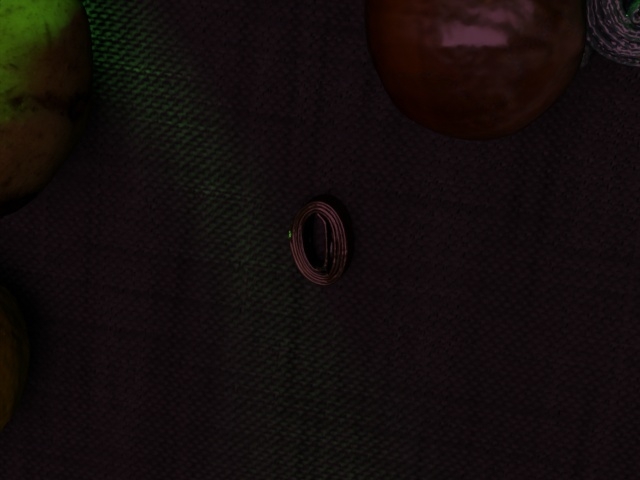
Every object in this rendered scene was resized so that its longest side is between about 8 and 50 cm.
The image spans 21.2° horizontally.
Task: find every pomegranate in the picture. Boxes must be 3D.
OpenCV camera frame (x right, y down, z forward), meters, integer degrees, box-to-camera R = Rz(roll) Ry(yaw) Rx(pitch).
[{"bbox_3d":[-0.340,-0.148,1.542,0.281,0.281,0.281,4,106,13],"label":"pomegranate"}]

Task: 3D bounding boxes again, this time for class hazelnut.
[{"bbox_3d":[0.133,-0.187,1.450,0.214,0.176,0.214,23,125,37],"label":"hazelnut"}]

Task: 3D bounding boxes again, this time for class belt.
[{"bbox_3d":[0.000,0.000,1.617,0.059,0.036,0.083,-1,103,15],"label":"belt"},{"bbox_3d":[0.288,-0.230,1.459,0.148,0.082,0.163,2,105,17],"label":"belt"}]

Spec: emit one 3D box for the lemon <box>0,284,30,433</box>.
[{"bbox_3d":[-0.381,0.123,1.662,0.192,0.192,0.231,21,103,7],"label":"lemon"}]
